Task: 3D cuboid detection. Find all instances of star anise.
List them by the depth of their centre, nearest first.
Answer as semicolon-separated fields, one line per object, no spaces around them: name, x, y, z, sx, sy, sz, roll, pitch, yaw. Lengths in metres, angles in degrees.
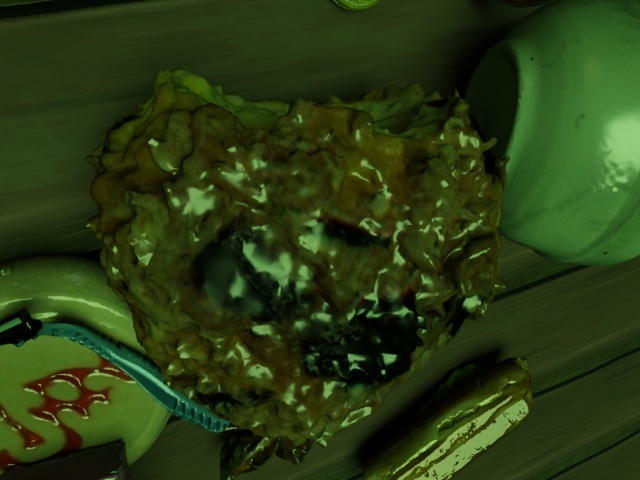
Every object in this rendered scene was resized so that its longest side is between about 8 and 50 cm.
star anise;-0.039;0.217;0.666;0.219;0.099;0.214;-12;127;-24

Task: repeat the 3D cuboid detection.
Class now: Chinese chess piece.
Chinese chess piece;-0.287;0.146;0.526;0.273;0.102;0.274;-8;111;-21

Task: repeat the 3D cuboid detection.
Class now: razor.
razor;-0.186;0.131;0.482;0.081;0.042;0.253;-24;129;35

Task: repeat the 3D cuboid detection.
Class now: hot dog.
hot dog;0.213;0.305;0.801;0.337;0.100;0.135;-36;127;-6

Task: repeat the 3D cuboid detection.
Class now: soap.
soap;-0.246;0.322;0.495;0.122;0.065;0.203;-9;100;-20

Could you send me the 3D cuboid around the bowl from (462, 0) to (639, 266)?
bowl;0.263;-0.129;0.562;0.163;0.307;0.308;5;107;-6

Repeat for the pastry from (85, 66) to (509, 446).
pastry;-0.010;0.014;0.487;0.404;0.292;0.338;-3;109;-18

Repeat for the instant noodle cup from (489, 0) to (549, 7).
instant noodle cup;0.248;-0.403;0.522;0.193;0.193;0.212;41;82;-29

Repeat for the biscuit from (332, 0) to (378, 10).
biscuit;0.040;-0.303;0.547;0.083;0.023;0.084;-8;110;-22
